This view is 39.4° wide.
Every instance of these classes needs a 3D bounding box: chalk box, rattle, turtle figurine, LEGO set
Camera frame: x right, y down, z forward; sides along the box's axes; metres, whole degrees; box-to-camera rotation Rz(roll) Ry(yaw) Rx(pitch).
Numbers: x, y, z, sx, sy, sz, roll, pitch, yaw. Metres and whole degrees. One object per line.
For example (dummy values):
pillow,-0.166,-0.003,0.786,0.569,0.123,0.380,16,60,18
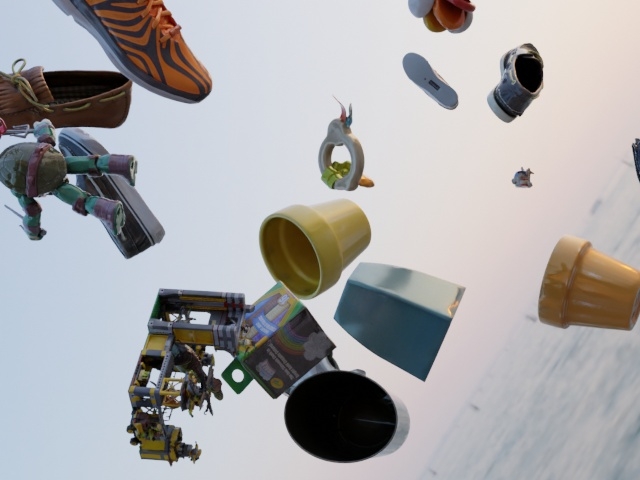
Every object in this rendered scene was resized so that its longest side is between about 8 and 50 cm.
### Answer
chalk box,-0.104,0.212,1.777,0.213,0.132,0.132,-39,-57,-6
rattle,0.077,-0.207,1.898,0.143,0.130,0.199,-3,-80,-26
turtle figurine,-0.381,-0.085,1.241,0.118,0.234,0.175,51,-130,-85
LEGO set,-0.215,0.244,1.636,0.331,0.192,0.255,-79,-10,-55

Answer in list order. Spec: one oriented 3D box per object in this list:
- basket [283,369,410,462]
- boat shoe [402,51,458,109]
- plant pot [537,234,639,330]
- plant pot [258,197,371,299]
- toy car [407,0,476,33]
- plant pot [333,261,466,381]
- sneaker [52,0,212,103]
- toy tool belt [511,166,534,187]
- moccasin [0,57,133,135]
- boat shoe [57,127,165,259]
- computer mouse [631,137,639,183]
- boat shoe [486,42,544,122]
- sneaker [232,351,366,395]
basket,0.070,0.322,1.610,0.227,0.204,0.154,35,-120,-66
boat shoe,0.280,-0.401,2.288,0.065,0.183,0.083,-44,-10,6
plant pot,0.597,0.108,1.940,0.205,0.188,0.205,-36,-46,-49
plant pot,0.000,0.000,2.436,0.239,0.254,0.254,-29,-28,-36
toy car,0.292,-0.546,1.962,0.136,0.159,0.182,19,95,60
plant pot,0.161,0.151,1.907,0.166,0.234,0.165,-48,-20,-61
sneaker,-0.267,-0.362,1.372,0.180,0.321,0.124,-42,14,33
toy tool belt,0.471,-0.149,2.085,0.083,0.052,0.051,3,-92,-82
moccasin,-0.561,-0.289,1.775,0.380,0.139,0.147,-1,-38,-24
boat shoe,-0.477,-0.105,1.930,0.119,0.335,0.121,-37,-12,-22
computer mouse,0.643,-0.087,1.544,0.272,0.188,0.072,-4,-15,-28
boat shoe,0.343,-0.277,1.502,0.069,0.081,0.228,-41,13,41
sneaker,-0.043,0.278,1.969,0.146,0.330,0.122,-62,-27,-12
